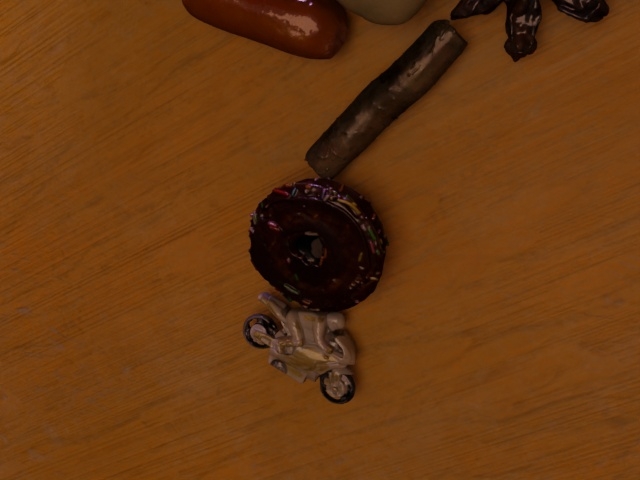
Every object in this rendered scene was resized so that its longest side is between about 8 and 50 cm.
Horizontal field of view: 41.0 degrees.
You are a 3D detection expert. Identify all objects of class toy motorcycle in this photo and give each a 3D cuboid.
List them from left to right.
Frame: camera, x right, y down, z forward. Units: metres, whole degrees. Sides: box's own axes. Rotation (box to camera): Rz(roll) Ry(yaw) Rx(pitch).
[{"bbox_3d":[-0.020,0.170,1.446,0.228,0.074,0.151,35,110,10],"label":"toy motorcycle"}]

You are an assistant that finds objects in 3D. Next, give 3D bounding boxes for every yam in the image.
[{"bbox_3d":[0.094,-0.208,1.307,0.071,0.067,0.317,42,116,-9],"label":"yam"}]

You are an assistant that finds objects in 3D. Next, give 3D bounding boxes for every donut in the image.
[{"bbox_3d":[0.000,0.000,1.368,0.235,0.089,0.235,12,122,20],"label":"donut"}]

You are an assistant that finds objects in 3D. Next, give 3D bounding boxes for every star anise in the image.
[{"bbox_3d":[0.294,-0.354,1.179,0.214,0.099,0.220,28,111,16],"label":"star anise"}]

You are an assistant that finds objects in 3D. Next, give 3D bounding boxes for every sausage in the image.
[{"bbox_3d":[-0.088,-0.357,1.320,0.274,0.105,0.105,23,110,14],"label":"sausage"}]

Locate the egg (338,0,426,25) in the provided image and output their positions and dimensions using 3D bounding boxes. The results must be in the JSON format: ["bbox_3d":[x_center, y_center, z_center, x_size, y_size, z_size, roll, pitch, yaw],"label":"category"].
[{"bbox_3d":[0.075,-0.425,1.193,0.186,0.186,0.253,-19,97,23],"label":"egg"}]
